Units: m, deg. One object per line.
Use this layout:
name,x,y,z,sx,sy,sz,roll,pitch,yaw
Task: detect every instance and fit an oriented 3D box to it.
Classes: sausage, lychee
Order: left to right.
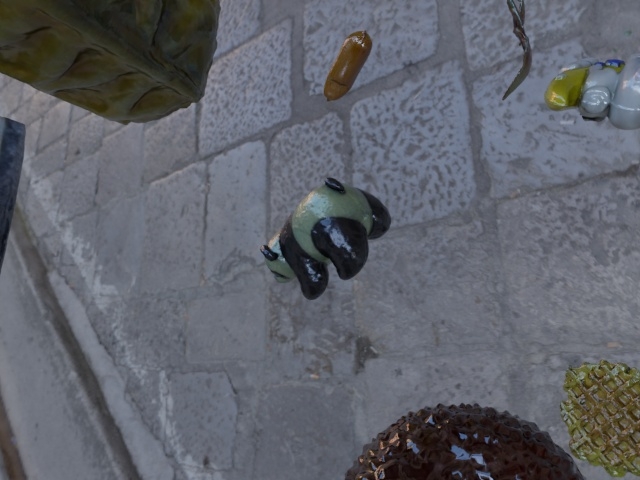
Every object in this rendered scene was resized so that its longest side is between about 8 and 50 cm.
sausage,0.056,-0.360,0.990,0.183,0.062,0.054,123,158,-55
lychee,0.106,0.216,0.347,0.194,0.194,0.194,-10,73,36

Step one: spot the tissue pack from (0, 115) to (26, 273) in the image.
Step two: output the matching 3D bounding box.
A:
tissue pack,-0.414,0.082,0.404,0.288,0.124,0.394,-9,69,23

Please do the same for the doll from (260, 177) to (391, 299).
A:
doll,0.002,-0.002,0.777,0.135,0.143,0.234,45,135,-5

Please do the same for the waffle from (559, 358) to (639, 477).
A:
waffle,0.665,0.398,1.079,0.245,0.052,0.254,-13,67,50

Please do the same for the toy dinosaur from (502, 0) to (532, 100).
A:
toy dinosaur,0.535,-0.572,1.365,0.113,0.206,0.327,-11,99,28

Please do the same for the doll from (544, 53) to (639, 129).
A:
doll,0.503,-0.247,0.789,0.237,0.252,0.111,18,127,27

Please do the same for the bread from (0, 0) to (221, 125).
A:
bread,-0.173,-0.173,0.324,0.130,0.268,0.152,35,96,14
